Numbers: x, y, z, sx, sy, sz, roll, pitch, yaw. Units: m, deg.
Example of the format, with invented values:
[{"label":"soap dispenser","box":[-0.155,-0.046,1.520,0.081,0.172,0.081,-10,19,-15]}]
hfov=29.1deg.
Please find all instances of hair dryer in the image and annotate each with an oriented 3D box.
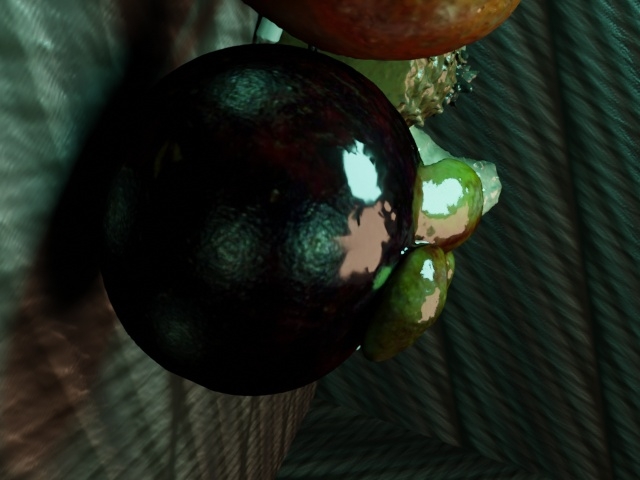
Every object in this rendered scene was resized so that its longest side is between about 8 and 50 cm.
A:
[{"label":"hair dryer","box":[-0.038,-0.260,1.272,0.082,0.047,0.137,-56,170,-66]}]

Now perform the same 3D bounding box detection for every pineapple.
[{"label":"pineapple","box":[0.082,-0.211,1.455,0.362,0.202,0.202,-3,113,-67]}]

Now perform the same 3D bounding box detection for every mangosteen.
[{"label":"mangosteen","box":[-0.028,-0.011,0.940,0.288,0.288,0.288,19,90,-84]}]

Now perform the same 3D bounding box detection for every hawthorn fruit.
[{"label":"hawthorn fruit","box":[0.018,-0.263,0.872,0.307,0.276,0.276,-4,116,-53]}]

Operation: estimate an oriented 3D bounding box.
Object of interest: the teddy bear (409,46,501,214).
[{"label":"teddy bear","box":[0.153,-0.260,1.722,0.362,0.375,0.327,-59,168,27]}]

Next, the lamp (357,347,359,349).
[{"label":"lamp","box":[0.000,0.000,1.463,0.247,0.247,0.301,-32,-169,25]}]

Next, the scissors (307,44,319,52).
[{"label":"scissors","box":[-0.009,-0.256,1.093,0.160,0.024,0.318,81,6,-47]}]
